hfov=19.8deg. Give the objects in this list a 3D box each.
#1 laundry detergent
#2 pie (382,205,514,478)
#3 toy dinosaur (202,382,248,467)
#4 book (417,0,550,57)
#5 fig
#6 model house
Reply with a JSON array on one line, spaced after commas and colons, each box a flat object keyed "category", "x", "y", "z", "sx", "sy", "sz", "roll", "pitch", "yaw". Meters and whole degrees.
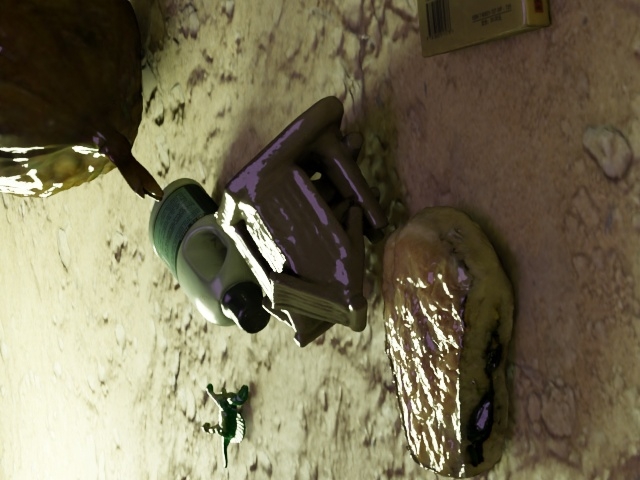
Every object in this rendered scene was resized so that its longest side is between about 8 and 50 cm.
[{"category": "laundry detergent", "x": -0.109, "y": 0.026, "z": 1.881, "sx": 0.226, "sy": 0.070, "sz": 0.099, "roll": 49, "pitch": 126, "yaw": 53}, {"category": "pie", "x": 0.092, "y": 0.078, "z": 1.479, "sx": 0.185, "sy": 0.052, "sz": 0.218, "roll": 33, "pitch": 127, "yaw": 58}, {"category": "toy dinosaur", "x": -0.099, "y": 0.199, "z": 1.955, "sx": 0.060, "sy": 0.029, "sz": 0.120, "roll": 34, "pitch": 127, "yaw": 45}, {"category": "book", "x": 0.112, "y": -0.264, "z": 1.389, "sx": 0.161, "sy": 0.026, "sz": 0.231, "roll": -5, "pitch": 91, "yaw": 65}, {"category": "fig", "x": -0.273, "y": -0.138, "z": 2.028, "sx": 0.368, "sy": 0.286, "sz": 0.286, "roll": 41, "pitch": 135, "yaw": 31}, {"category": "model house", "x": -0.009, "y": -0.002, "z": 1.610, "sx": 0.188, "sy": 0.122, "sz": 0.229, "roll": 65, "pitch": 166, "yaw": 10}]
